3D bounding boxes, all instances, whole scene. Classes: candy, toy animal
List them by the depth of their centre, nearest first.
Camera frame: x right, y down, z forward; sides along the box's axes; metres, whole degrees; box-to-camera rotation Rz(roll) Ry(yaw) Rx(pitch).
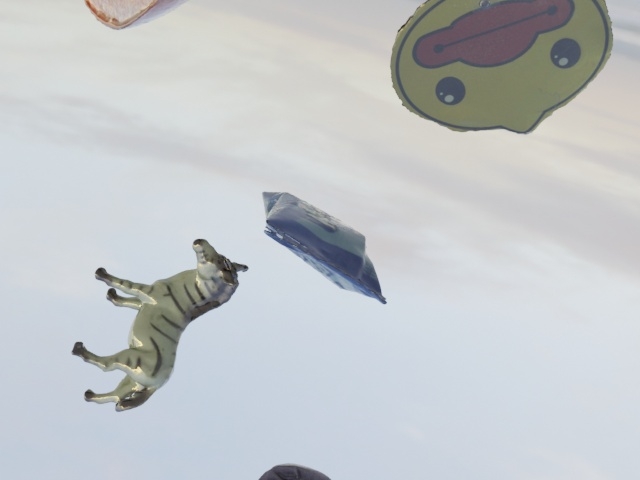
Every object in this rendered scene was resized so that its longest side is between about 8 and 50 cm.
[{"bbox_3d":[-0.191,0.102,1.235,0.176,0.217,0.073,9,167,17],"label":"toy animal"},{"bbox_3d":[0.000,0.000,1.398,0.187,0.077,0.331,30,-175,-10],"label":"candy"}]

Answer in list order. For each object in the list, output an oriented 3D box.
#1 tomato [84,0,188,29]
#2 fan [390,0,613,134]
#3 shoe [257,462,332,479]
[{"bbox_3d":[-0.193,-0.412,1.199,0.144,0.338,0.338,-14,-152,-35],"label":"tomato"},{"bbox_3d":[0.169,-0.215,1.040,0.230,0.335,0.011,-18,-133,13],"label":"fan"},{"bbox_3d":[-0.075,0.317,0.958,0.095,0.137,0.245,27,-147,16],"label":"shoe"}]
